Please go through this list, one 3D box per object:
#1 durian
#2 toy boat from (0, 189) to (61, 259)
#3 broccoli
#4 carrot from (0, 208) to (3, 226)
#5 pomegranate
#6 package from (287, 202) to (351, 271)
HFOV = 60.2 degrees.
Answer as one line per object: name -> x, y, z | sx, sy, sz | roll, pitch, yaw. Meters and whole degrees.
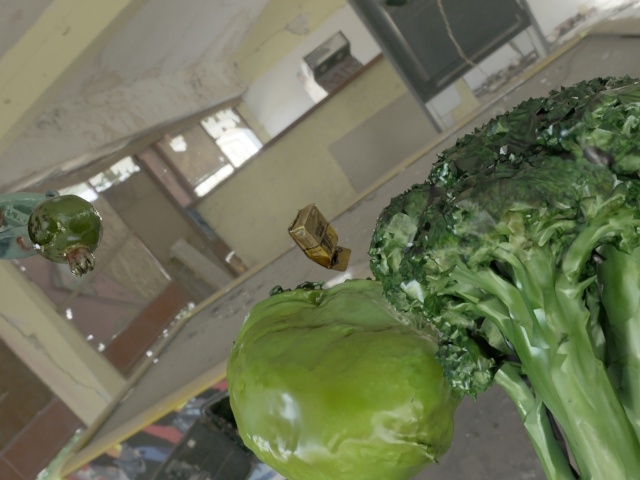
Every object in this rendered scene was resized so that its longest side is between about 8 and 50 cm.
durian -> 0.016, 0.157, 0.631 | 0.255, 0.204, 0.340 | -42, 17, 4
toy boat -> -0.477, -0.037, 0.883 | 0.207, 0.134, 0.079 | -38, -29, -74
broccoli -> 0.190, 0.032, 0.389 | 0.307, 0.276, 0.308 | -2, -17, -1
carrot -> -0.355, 0.035, 0.512 | 0.061, 0.061, 0.210 | -35, 38, 17
pomegranate -> -0.246, -0.002, 0.539 | 0.073, 0.085, 0.073 | -14, -4, -1
package -> 0.000, 0.000, 1.022 | 0.047, 0.131, 0.071 | -22, 32, 31
